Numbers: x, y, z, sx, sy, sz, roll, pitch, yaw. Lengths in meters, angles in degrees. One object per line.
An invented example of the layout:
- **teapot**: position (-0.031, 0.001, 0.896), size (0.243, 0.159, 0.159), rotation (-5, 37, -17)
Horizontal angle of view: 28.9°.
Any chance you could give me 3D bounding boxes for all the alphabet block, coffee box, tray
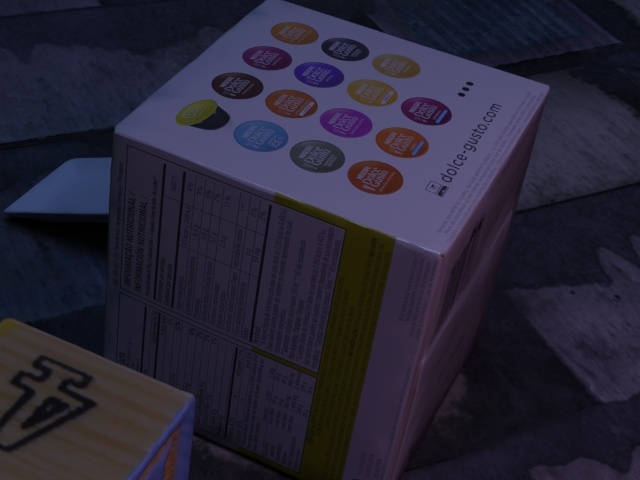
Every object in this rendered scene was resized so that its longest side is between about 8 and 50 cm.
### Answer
- **alphabet block**: position (-0.243, 0.217, 1.087), size (0.197, 0.192, 0.193), rotation (20, 37, 14)
- **coffee box**: position (0.000, 0.000, 1.294), size (0.334, 0.338, 0.337), rotation (21, 39, 15)
- **tray**: position (-0.236, -0.057, 1.495), size (0.270, 0.030, 0.145), rotation (1, 32, 30)
